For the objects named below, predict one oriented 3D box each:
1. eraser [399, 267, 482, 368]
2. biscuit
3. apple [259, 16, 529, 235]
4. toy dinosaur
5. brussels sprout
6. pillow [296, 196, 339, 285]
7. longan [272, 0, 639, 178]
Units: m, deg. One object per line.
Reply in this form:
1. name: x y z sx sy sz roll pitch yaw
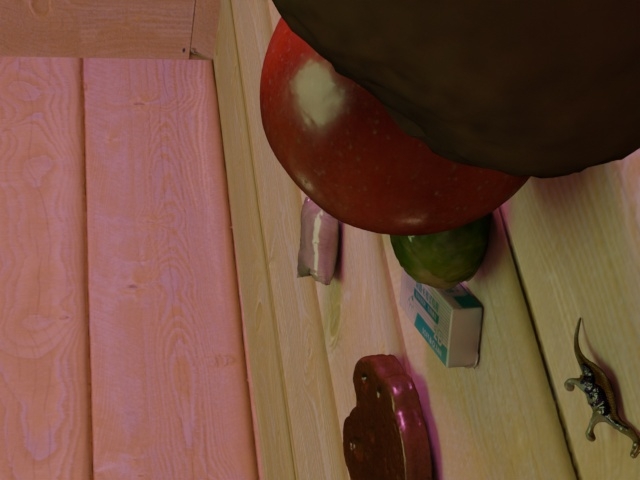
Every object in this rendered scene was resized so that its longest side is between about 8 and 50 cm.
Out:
1. eraser: 0.174 0.099 1.512 0.225 0.052 0.096 -123 32 -66
2. biscuit: 0.113 0.375 1.758 0.381 0.074 0.359 -162 73 -78
3. apple: 0.102 -0.171 1.150 0.277 0.348 0.348 98 165 -54
4. toy dinosaur: 0.288 0.163 1.078 0.058 0.037 0.180 -53 41 31
5. brussels sprout: 0.158 -0.018 1.379 0.161 0.143 0.181 22 137 55
6. pillow: 0.000 0.000 2.189 0.134 0.077 0.181 -160 72 -73
7. longan: 0.154 -0.280 0.817 0.404 0.436 0.404 -51 12 16
